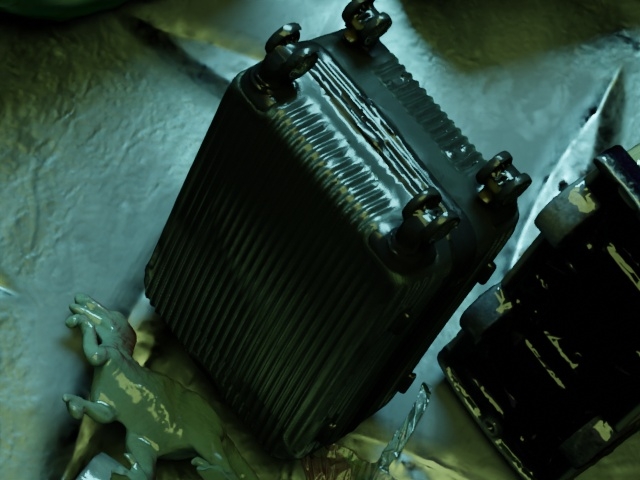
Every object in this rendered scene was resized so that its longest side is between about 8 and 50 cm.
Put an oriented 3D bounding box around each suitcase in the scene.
[{"bbox_3d":[0.000,0.000,1.308,0.128,0.312,0.202,-28,71,-35],"label":"suitcase"}]

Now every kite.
[{"bbox_3d":[0.043,0.169,1.410,0.139,0.011,0.157,31,68,3],"label":"kite"}]

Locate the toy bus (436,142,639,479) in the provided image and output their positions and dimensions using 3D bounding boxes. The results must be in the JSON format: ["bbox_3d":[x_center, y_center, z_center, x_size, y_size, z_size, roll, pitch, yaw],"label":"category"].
[{"bbox_3d":[0.220,0.039,1.333,0.179,0.305,0.143,-30,74,-31],"label":"toy bus"}]

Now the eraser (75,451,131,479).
[{"bbox_3d":[-0.105,0.275,1.306,0.227,0.081,0.174,33,62,5],"label":"eraser"}]

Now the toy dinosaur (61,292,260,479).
[{"bbox_3d":[-0.092,0.138,1.362,0.242,0.167,0.053,34,110,-6],"label":"toy dinosaur"}]

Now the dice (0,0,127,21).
[{"bbox_3d":[-0.182,-0.362,1.439,0.287,0.300,0.297,-23,73,-14],"label":"dice"}]
